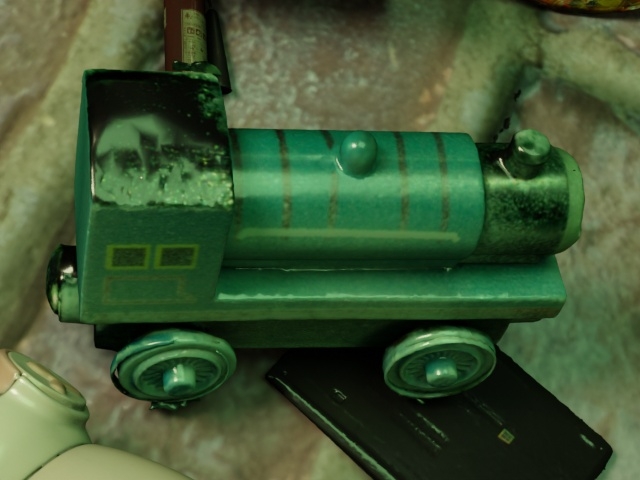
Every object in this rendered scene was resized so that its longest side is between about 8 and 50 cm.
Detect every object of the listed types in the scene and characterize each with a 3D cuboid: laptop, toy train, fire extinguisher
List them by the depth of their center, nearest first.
[{"bbox_3d":[0.000,0.000,0.708,0.298,0.194,0.120,0,53,-14],"label":"toy train"},{"bbox_3d":[0.078,0.107,0.787,0.197,0.016,0.135,41,57,8],"label":"laptop"},{"bbox_3d":[-0.084,-0.128,0.861,0.049,0.035,0.173,1,64,-12],"label":"fire extinguisher"}]

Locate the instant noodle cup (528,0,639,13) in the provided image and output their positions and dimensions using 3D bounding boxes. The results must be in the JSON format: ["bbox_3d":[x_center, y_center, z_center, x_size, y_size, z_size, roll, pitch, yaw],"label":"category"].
[{"bbox_3d":[0.214,-0.326,0.954,0.251,0.251,0.190,7,51,-13],"label":"instant noodle cup"}]

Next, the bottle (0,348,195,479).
[{"bbox_3d":[-0.127,0.155,0.627,0.236,0.147,0.147,38,57,15],"label":"bottle"}]
